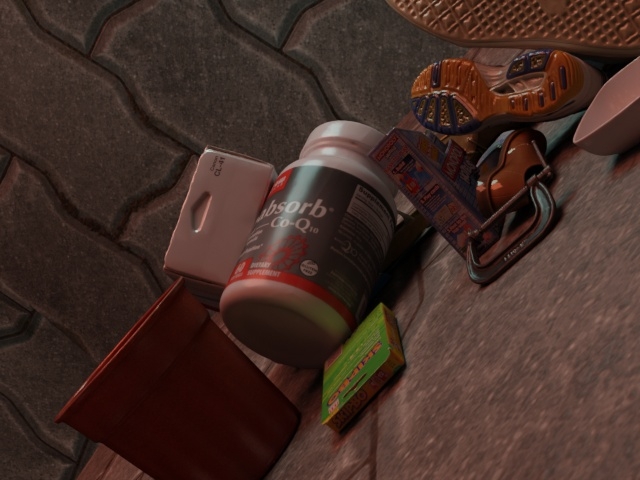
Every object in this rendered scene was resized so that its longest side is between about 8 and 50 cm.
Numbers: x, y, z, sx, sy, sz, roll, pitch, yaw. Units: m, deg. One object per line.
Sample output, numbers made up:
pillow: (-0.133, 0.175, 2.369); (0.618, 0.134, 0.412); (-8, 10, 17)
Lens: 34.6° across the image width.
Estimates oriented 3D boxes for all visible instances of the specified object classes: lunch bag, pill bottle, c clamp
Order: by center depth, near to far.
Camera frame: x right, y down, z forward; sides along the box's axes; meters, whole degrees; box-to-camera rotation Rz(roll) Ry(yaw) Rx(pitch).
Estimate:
c clamp: (0.226, -0.025, 1.224); (0.160, 0.022, 0.137); (-48, 31, 21)
lunch bag: (0.271, -0.122, 1.534); (0.083, 0.053, 0.071); (-55, -1, 34)
pill bottle: (0.000, 0.000, 1.608); (0.210, 0.210, 0.363); (-40, 23, 53)

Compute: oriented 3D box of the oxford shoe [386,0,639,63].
oxford shoe: (0.284, -0.337, 1.428); (0.130, 0.449, 0.169); (-5, -70, -61)

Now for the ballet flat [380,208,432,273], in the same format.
ballet flat: (0.156, -0.039, 1.708); (0.232, 0.073, 0.080); (-46, 4, 18)

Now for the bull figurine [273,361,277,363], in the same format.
bull figurine: (-0.036, 0.106, 1.860); (0.310, 0.101, 0.188); (-58, -8, -79)

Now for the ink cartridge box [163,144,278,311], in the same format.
ink cartridge box: (-0.147, 0.000, 1.775); (0.306, 0.131, 0.226); (71, -145, -76)

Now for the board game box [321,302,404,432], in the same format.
board game box: (0.053, 0.163, 1.343); (0.124, 0.039, 0.259); (-48, 3, 8)

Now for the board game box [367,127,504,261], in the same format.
board game box: (0.163, -0.088, 1.398); (0.060, 0.194, 0.194); (-45, 7, 29)

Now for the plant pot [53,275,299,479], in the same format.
plant pot: (-0.190, 0.238, 1.481); (0.272, 0.265, 0.272); (-48, 6, 7)

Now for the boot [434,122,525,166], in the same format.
boot: (0.273, -0.167, 1.708); (0.305, 0.112, 0.115); (-45, 28, 44)

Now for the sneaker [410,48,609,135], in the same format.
sneaker: (0.263, -0.198, 1.445); (0.296, 0.131, 0.111); (6, 93, 47)

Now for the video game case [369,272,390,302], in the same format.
video game case: (0.056, 0.108, 1.758); (0.119, 0.015, 0.166); (-50, 6, -13)

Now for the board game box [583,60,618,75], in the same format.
board game box: (0.411, -0.453, 1.474); (0.319, 0.318, 0.066); (-45, -24, 22)

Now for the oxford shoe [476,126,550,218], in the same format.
oxford shoe: (0.273, -0.091, 1.348); (0.076, 0.076, 0.212); (-8, 26, 30)

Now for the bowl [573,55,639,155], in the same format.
bowl: (0.358, -0.156, 1.140); (0.142, 0.053, 0.142); (-41, 8, 49)
